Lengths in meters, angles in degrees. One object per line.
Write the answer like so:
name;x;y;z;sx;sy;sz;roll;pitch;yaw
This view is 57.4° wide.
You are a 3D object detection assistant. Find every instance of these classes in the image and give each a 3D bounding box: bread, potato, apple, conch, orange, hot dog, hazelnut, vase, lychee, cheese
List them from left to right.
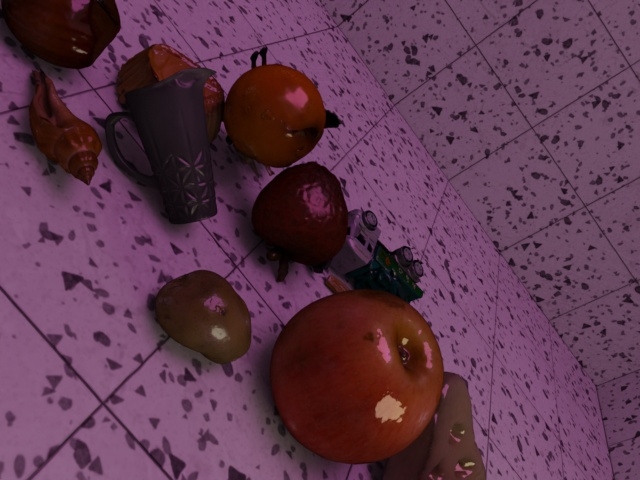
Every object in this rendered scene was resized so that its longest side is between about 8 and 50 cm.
conch;-0.489;-0.211;1.088;0.109;0.093;0.330;-9;47;-42
hazelnut;-0.524;-0.460;1.181;0.181;0.181;0.212;54;31;-50
vase;-0.308;-0.187;1.213;0.156;0.251;0.300;-102;-179;-77
bread;-0.338;-0.342;1.388;0.274;0.149;0.274;31;43;-34
potato;-0.211;0.150;1.099;0.194;0.157;0.157;61;25;-21
orange;-0.110;-0.297;1.403;0.246;0.246;0.246;39;33;-31
lychee;-0.055;-0.046;1.451;0.255;0.300;0.255;37;-3;2
hot dog;0.064;0.146;1.643;0.137;0.028;0.044;42;57;-22
apple;0.083;0.273;1.224;0.364;0.364;0.363;39;33;-31
cheese;0.303;0.484;1.412;0.351;0.130;0.328;21;81;-44

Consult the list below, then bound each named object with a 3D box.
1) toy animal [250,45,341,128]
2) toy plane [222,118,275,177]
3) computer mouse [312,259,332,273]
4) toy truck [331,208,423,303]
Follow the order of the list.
toy animal;-0.139;-0.376;1.670;0.284;0.225;0.302;57;-16;-12
toy plane;-0.200;-0.281;1.588;0.229;0.092;0.244;50;20;-41
computer mouse;0.000;0.000;1.607;0.062;0.106;0.192;10;56;-39
toy truck;0.165;0.080;1.732;0.363;0.177;0.178;47;41;-20
